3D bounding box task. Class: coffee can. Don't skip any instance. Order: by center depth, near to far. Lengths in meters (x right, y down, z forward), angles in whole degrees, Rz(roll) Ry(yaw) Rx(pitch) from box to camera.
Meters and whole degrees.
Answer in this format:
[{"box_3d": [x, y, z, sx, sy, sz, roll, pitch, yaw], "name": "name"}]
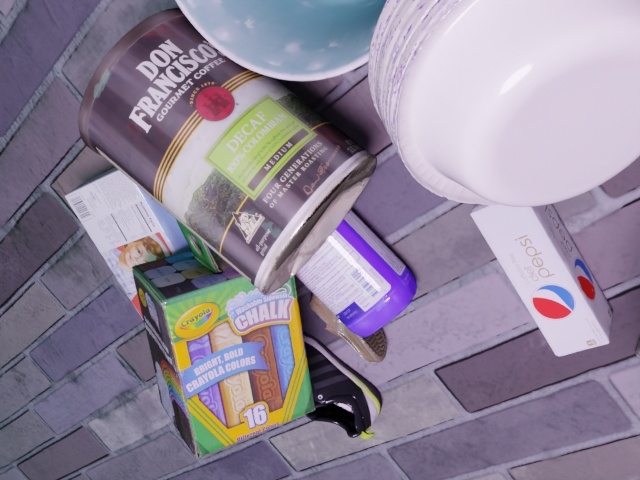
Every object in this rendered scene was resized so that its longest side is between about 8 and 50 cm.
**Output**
[{"box_3d": [-0.103, -0.101, 0.762, 0.275, 0.201, 0.201, 39, 128, 8], "name": "coffee can"}]

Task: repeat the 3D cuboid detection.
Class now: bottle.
[{"box_3d": [0.000, 0.000, 0.903, 0.283, 0.092, 0.118, 45, 123, -2], "name": "bottle"}]

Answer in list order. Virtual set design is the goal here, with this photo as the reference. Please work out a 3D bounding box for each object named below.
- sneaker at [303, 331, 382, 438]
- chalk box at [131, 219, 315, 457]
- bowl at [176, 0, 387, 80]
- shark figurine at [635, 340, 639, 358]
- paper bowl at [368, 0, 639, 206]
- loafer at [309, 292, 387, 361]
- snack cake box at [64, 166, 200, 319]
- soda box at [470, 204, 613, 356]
[{"box_3d": [-0.008, 0.224, 1.036, 0.234, 0.097, 0.084, 30, 127, 9], "name": "sneaker"}, {"box_3d": [-0.140, 0.105, 0.911, 0.180, 0.179, 0.289, 25, 126, 59], "name": "chalk box"}, {"box_3d": [-0.004, -0.334, 0.664, 0.311, 0.163, 0.312, 12, 122, 20], "name": "bowl"}, {"box_3d": [0.503, 0.121, 0.715, 0.278, 0.116, 0.166, 18, 159, 27], "name": "shark figurine"}, {"box_3d": [0.195, -0.143, 0.592, 0.284, 0.148, 0.284, -10, 141, -9], "name": "paper bowl"}, {"box_3d": [0.040, 0.122, 0.982, 0.148, 0.056, 0.050, 52, 129, 5], "name": "loafer"}, {"box_3d": [-0.260, 0.005, 1.044, 0.152, 0.089, 0.264, -16, 109, 32], "name": "snack cake box"}, {"box_3d": [0.267, 0.028, 0.792, 0.069, 0.074, 0.216, -26, 104, 36], "name": "soda box"}]
